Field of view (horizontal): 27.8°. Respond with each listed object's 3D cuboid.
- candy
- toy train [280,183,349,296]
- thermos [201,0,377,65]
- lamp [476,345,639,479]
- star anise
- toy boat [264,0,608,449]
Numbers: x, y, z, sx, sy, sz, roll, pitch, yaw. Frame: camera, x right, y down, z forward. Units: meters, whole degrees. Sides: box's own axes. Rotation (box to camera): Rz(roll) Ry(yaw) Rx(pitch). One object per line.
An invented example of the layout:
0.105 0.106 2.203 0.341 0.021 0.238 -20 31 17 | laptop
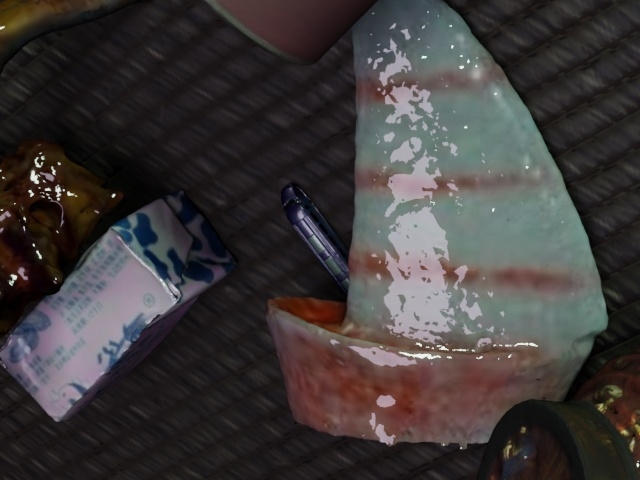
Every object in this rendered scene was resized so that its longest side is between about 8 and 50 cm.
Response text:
-0.141 0.046 0.877 0.073 0.092 0.160 47 120 2 | candy
0.000 0.000 0.837 0.017 0.017 0.083 -36 93 30 | toy train
0.045 -0.218 0.653 0.265 0.146 0.176 -39 64 22 | thermos
0.207 0.168 0.699 0.247 0.247 0.247 9 114 21 | lamp
-0.218 -0.031 0.839 0.148 0.237 0.346 34 102 -23 | star anise
0.068 -0.020 0.772 0.206 0.096 0.282 1 98 10 | toy boat
